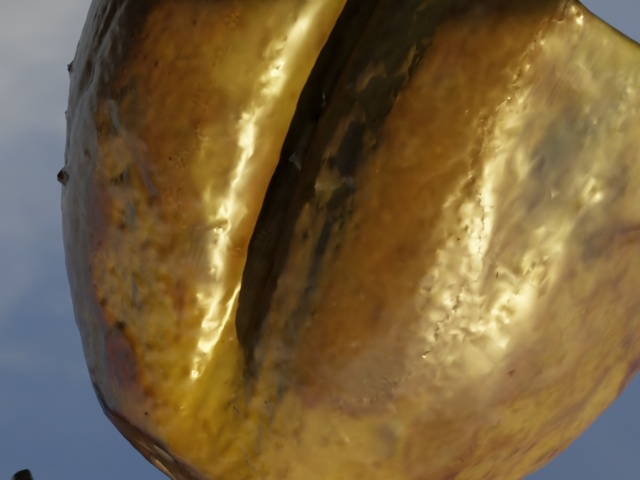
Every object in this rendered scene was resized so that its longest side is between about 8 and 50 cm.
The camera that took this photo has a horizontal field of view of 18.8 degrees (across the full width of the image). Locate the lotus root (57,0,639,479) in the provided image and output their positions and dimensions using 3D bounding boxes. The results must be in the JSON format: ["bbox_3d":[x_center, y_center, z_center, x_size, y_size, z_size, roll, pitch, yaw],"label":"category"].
[{"bbox_3d":[0.001,0.000,0.592,0.180,0.199,0.188,-58,-150,-10],"label":"lotus root"}]

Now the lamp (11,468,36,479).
[{"bbox_3d":[-0.256,0.240,0.950,0.374,0.272,0.205,-32,-117,5],"label":"lamp"}]
